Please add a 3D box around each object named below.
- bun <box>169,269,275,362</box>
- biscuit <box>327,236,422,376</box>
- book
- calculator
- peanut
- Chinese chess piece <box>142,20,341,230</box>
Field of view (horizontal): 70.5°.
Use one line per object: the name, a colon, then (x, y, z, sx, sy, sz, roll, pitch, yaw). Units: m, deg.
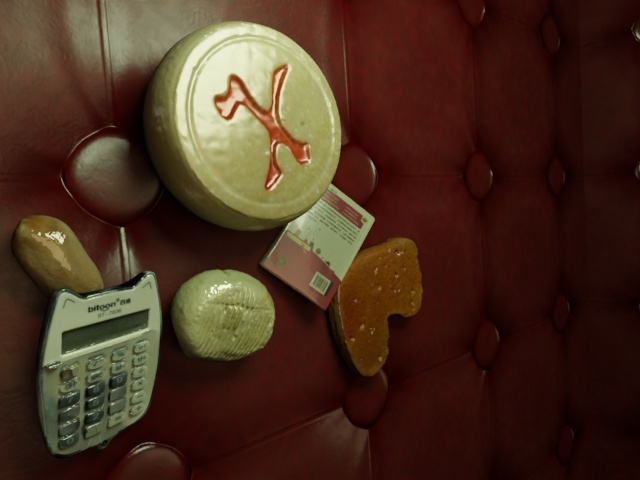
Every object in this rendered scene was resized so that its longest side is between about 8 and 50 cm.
bun: (-0.163, 0.124, 0.759, 0.188, 0.111, 0.164, 14, 98, -41)
biscuit: (0.133, 0.143, 1.024, 0.277, 0.052, 0.262, -25, 105, -33)
book: (0.000, 0.000, 0.913, 0.162, 0.022, 0.232, 37, 66, -16)
calculator: (-0.304, 0.178, 0.636, 0.177, 0.040, 0.268, -10, 110, -54)
peanut: (-0.356, 0.033, 0.619, 0.076, 0.076, 0.152, -41, 119, -31)
Chinese chess piece: (-0.122, -0.184, 0.763, 0.337, 0.140, 0.339, 0, 90, -39)
